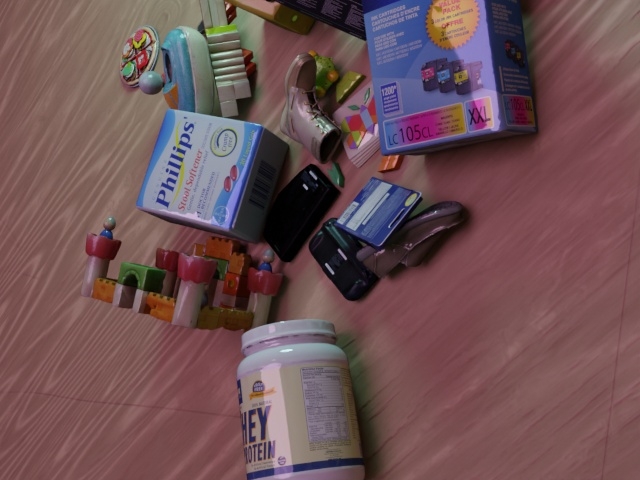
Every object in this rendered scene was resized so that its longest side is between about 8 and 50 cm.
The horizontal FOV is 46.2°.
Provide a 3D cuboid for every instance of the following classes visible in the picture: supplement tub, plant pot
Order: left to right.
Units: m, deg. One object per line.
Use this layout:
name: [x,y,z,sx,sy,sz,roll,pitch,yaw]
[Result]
plant pot: [-0.097,-0.622,1.821,0.187,0.212,0.212,44,110,27]
supplement tub: [-0.046,0.342,1.524,0.235,0.235,0.324,-24,65,36]

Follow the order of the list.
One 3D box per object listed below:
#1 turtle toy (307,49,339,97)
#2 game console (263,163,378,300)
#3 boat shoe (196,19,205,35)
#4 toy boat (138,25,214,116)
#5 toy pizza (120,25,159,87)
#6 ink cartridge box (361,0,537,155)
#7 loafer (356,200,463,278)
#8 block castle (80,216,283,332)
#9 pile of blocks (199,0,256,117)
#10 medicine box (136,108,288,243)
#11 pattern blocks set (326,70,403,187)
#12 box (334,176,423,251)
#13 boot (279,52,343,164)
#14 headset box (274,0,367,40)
turtle toy: [-0.009,-0.380,1.768,0.095,0.066,0.130,48,117,12]
game console: [0.000,0.000,1.694,0.213,0.044,0.361,-55,50,21]
boat shoe: [-0.302,-0.634,2.104,0.152,0.049,0.056,-34,60,32]
toy boat: [-0.387,-0.428,2.007,0.318,0.148,0.267,-159,60,-64]
toy pizza: [-0.577,-0.580,2.352,0.201,0.032,0.201,-11,74,40]
ink cartridge box: [0.235,-0.376,1.428,0.270,0.151,0.395,-8,89,39]
loafer: [0.190,0.002,1.503,0.251,0.094,0.087,-31,92,35]
block castle: [-0.333,0.078,1.800,0.453,0.303,0.212,9,86,42]
pile of blocks: [-0.237,-0.493,1.994,0.149,0.113,0.362,108,151,-76]
medicine box: [-0.263,-0.157,1.828,0.289,0.149,0.263,13,83,25]
pattern blocks set: [0.109,-0.270,1.665,0.324,0.026,0.285,-51,52,22]
box: [0.121,-0.054,1.516,0.136,0.036,0.225,-51,23,-4]
boot: [-0.014,-0.295,1.683,0.165,0.077,0.213,46,138,35]
headset box: [0.046,-0.613,1.617,0.131,0.247,0.283,-75,8,-70]
